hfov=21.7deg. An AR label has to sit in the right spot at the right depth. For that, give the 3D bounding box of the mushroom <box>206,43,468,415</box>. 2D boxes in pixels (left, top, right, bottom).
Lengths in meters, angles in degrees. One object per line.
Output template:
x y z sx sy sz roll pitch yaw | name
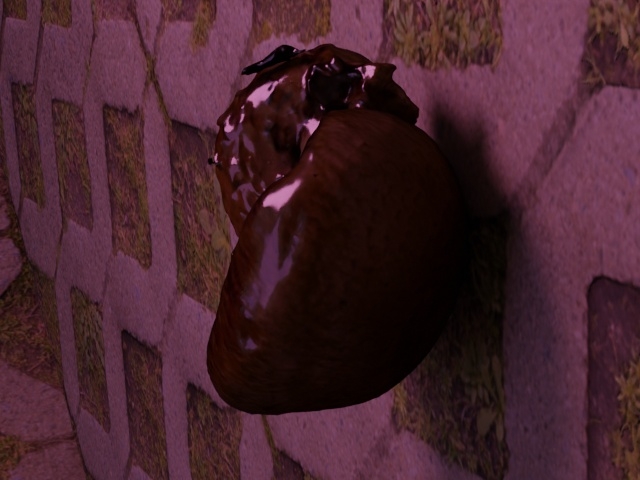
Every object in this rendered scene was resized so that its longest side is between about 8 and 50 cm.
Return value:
0.011 -0.005 1.247 0.263 0.195 0.283 -39 -50 -71 | mushroom
